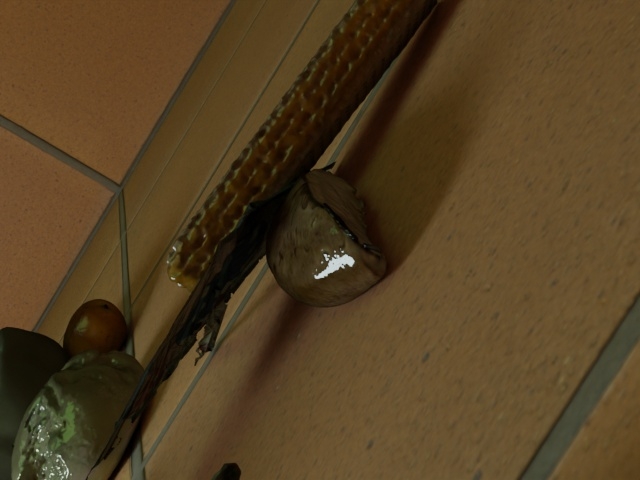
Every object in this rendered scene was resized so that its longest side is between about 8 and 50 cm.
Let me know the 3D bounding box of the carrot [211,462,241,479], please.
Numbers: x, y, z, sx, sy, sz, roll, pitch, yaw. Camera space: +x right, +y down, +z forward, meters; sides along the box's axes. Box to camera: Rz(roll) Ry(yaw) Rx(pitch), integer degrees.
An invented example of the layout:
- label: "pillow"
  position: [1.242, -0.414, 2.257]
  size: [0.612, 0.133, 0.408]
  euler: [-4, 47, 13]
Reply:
- label: "carrot"
  position: [-0.068, 0.251, 0.397]
  size: [0.331, 0.214, 0.193]
  euler: [-57, 44, 23]

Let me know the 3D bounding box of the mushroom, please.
- label: "mushroom"
  position: [-0.002, 0.000, 0.884]
  size: [0.094, 0.072, 0.210]
  euler: [-63, 14, 17]

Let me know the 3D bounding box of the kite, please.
- label: "kite"
  position: [-0.093, 0.051, 0.983]
  size: [0.406, 0.014, 0.368]
  euler: [-53, -5, -26]

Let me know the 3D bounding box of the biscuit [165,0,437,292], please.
- label: "biscuit"
  position: [-0.016, -0.107, 1.028]
  size: [0.379, 0.054, 0.094]
  euler: [-53, -5, -6]

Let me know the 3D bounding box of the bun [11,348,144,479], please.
- label: "bun"
  position: [-0.300, 0.226, 1.319]
  size: [0.210, 0.116, 0.237]
  euler: [-59, 14, 1]

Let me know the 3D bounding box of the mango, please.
- label: "mango"
  position: [-0.354, 0.151, 1.703]
  size: [0.165, 0.089, 0.115]
  euler: [152, 137, -68]

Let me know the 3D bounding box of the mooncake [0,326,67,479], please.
- label: "mooncake"
  position: [-0.461, 0.271, 1.635]
  size: [0.275, 0.135, 0.275]
  euler: [-46, 36, 48]
